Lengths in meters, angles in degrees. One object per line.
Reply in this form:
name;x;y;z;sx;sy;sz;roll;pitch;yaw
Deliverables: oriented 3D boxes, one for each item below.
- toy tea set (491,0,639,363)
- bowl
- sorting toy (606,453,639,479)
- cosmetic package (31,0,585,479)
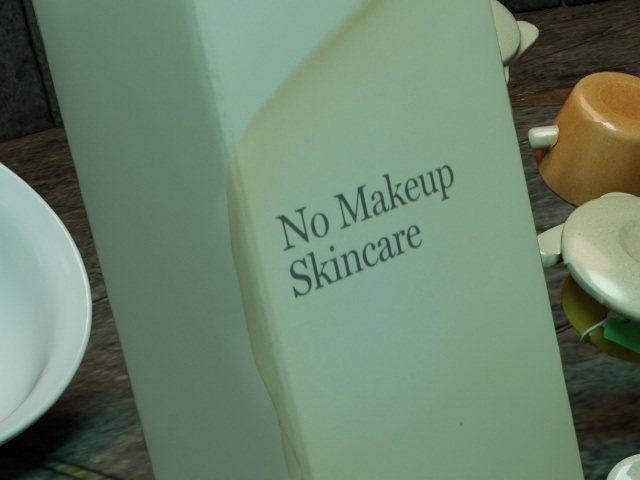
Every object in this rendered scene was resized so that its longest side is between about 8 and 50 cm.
toy tea set;0.127;-0.003;0.758;0.336;0.124;0.200;30;44;17
bowl;-0.306;0.061;0.904;0.298;0.298;0.134;-24;-28;-42
sorting toy;0.222;0.113;0.502;0.347;0.047;0.196;-13;16;-10
cosmetic package;0.000;0.000;0.601;0.160;0.309;0.113;-23;16;-39
